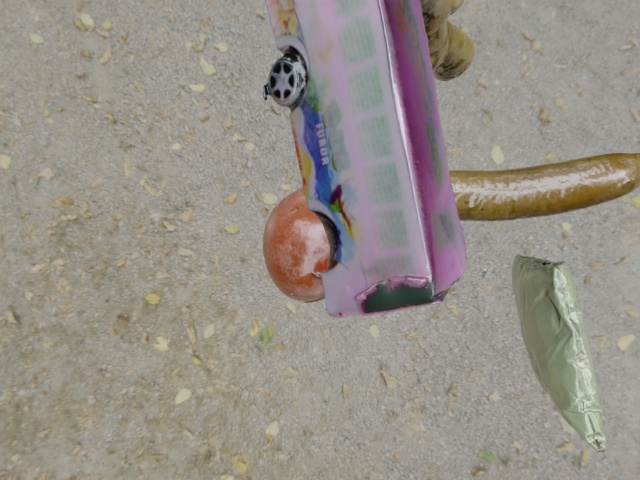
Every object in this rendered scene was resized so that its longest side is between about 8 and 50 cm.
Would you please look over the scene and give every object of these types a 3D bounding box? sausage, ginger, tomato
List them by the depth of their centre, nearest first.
[{"bbox_3d":[0.129,-0.270,0.533,0.147,0.333,0.081,-19,83,17],"label":"ginger"},{"bbox_3d":[0.000,0.000,0.910,0.264,0.265,0.265,0,83,-2],"label":"tomato"},{"bbox_3d":[0.462,-0.114,0.953,0.500,0.123,0.136,-4,118,9],"label":"sausage"}]

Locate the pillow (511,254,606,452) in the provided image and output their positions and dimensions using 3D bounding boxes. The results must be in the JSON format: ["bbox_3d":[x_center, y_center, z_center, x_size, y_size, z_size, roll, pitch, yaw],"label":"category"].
[{"bbox_3d":[0.394,0.165,0.726,0.076,0.281,0.274,-11,89,14],"label":"pillow"}]

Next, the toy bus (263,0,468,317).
[{"bbox_3d":[0.035,-0.075,0.336,0.090,0.112,0.274,-20,100,-47],"label":"toy bus"}]
